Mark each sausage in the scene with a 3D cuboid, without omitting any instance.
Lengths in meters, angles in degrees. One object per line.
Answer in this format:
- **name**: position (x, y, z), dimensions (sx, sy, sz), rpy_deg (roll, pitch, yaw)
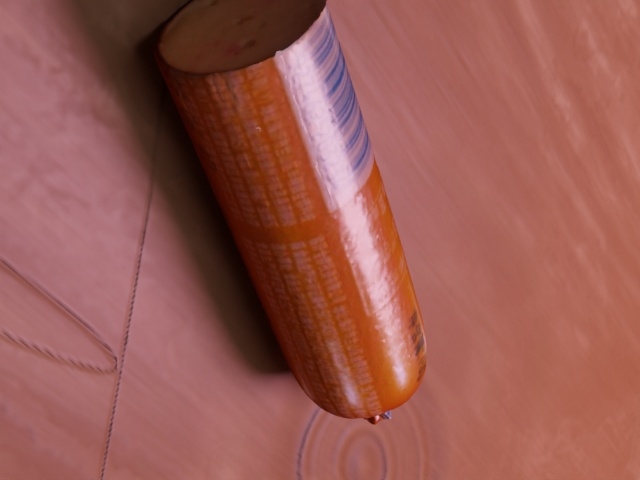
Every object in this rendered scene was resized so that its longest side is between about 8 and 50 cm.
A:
- **sausage**: position (0.000, 0.000, 0.809), dimensions (0.093, 0.093, 0.312), rpy_deg (-45, 136, -26)
